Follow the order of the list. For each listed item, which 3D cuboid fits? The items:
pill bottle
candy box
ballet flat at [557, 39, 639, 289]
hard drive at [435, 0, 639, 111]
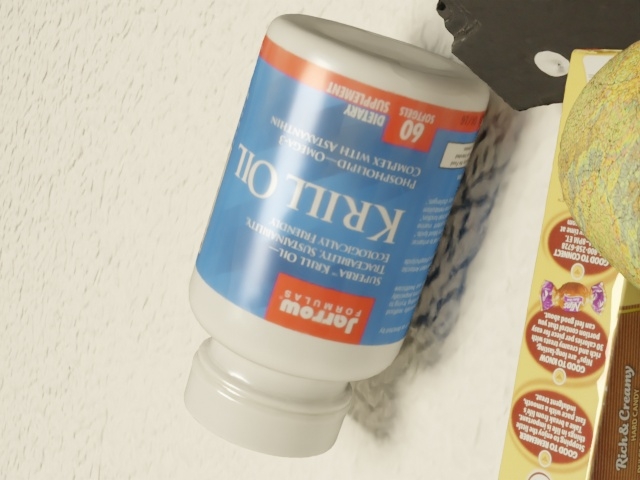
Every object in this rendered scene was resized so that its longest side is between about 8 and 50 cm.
[{"bbox_3d":[0.000,0.000,0.703,0.124,0.124,0.221,37,115,50],"label":"pill bottle"},{"bbox_3d":[0.138,0.025,0.522,0.053,0.109,0.186,12,93,54],"label":"candy box"},{"bbox_3d":[0.190,0.007,0.328,0.348,0.123,0.123,23,103,38],"label":"ballet flat"},{"bbox_3d":[0.126,-0.167,0.468,0.339,0.237,0.064,-11,48,54],"label":"hard drive"}]
